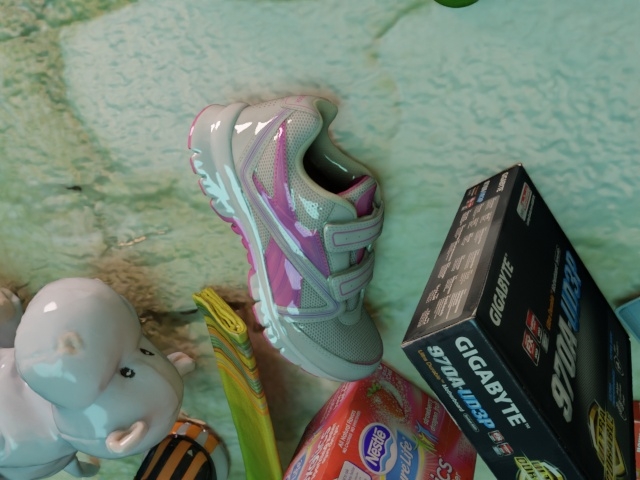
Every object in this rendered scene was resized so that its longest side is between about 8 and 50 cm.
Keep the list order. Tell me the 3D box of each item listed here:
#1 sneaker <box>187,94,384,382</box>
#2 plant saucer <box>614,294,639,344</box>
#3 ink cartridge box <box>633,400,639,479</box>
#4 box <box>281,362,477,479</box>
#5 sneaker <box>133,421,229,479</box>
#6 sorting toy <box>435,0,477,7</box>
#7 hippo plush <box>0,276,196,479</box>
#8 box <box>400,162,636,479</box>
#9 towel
[{"bbox_3d":[0.000,0.000,0.579,0.111,0.103,0.252,-16,110,27],"label":"sneaker"},{"bbox_3d":[0.311,0.105,0.577,0.067,0.018,0.192,-35,100,30],"label":"plant saucer"},{"bbox_3d":[0.251,0.165,0.620,0.115,0.029,0.062,4,117,17],"label":"ink cartridge box"},{"bbox_3d":[0.031,0.227,0.594,0.128,0.257,0.122,36,119,-2],"label":"box"},{"bbox_3d":[-0.195,0.353,0.780,0.125,0.180,0.321,17,120,10],"label":"sneaker"},{"bbox_3d":[0.106,-0.189,0.480,0.102,0.042,0.061,-23,107,27],"label":"sorting toy"},{"bbox_3d":[-0.254,0.161,0.672,0.237,0.234,0.294,-16,109,26],"label":"hippo plush"},{"bbox_3d":[0.144,0.068,0.496,0.051,0.220,0.175,-29,103,31],"label":"box"},{"bbox_3d":[-0.068,0.164,0.696,0.021,0.102,0.237,-20,116,-20],"label":"towel"}]
